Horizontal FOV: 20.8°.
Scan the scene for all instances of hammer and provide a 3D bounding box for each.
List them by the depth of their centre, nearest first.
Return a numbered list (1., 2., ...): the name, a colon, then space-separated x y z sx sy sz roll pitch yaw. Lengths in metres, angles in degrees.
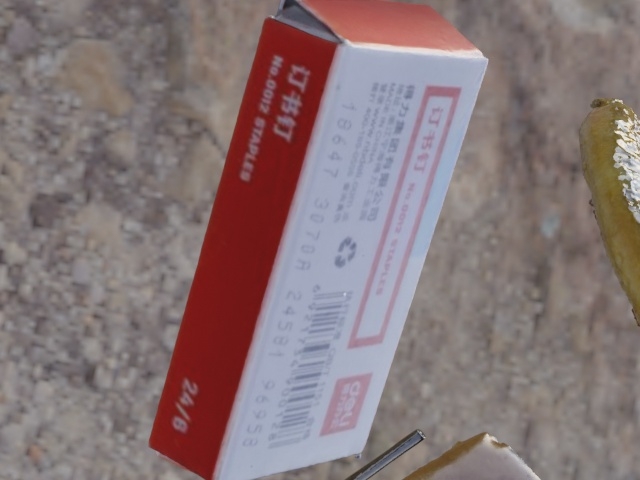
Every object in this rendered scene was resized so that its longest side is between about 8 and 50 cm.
1. hammer: 0.014 0.215 1.489 0.182 0.017 0.062 -38 159 13

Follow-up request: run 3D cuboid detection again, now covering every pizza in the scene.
1. pizza: 0.248 0.018 1.256 0.197 0.058 0.292 39 28 -45

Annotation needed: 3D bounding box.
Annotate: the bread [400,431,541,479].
1. bread: 0.227 0.349 1.700 0.138 0.361 0.077 -34 156 -23

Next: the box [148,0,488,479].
1. box: 0.000 0.000 0.826 0.123 0.050 0.229 -5 116 -54
